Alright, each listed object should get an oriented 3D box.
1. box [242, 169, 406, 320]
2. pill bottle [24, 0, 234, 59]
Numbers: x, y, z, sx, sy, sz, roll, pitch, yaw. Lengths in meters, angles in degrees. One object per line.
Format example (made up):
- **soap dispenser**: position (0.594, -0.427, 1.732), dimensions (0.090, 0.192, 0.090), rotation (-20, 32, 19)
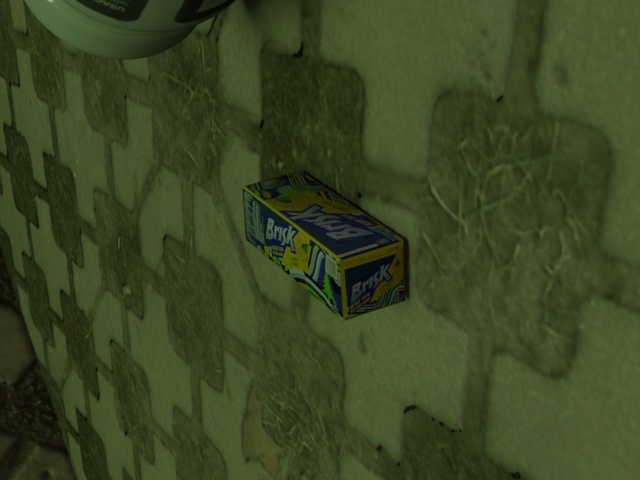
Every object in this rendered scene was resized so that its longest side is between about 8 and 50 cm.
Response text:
- **box**: position (0.000, 0.000, 0.908), dimensions (0.169, 0.059, 0.054), rotation (38, 138, 53)
- **pill bottle**: position (-0.112, -0.273, 0.808), dimensions (0.361, 0.204, 0.204), rotation (-33, 75, 64)
